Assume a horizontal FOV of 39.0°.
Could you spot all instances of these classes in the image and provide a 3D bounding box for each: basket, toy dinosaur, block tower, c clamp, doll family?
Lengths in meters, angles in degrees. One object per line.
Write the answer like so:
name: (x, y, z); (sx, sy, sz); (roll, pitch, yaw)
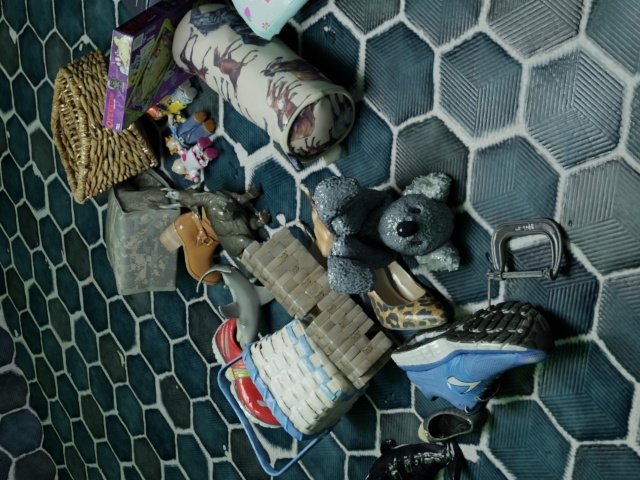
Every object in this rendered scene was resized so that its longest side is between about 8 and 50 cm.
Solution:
basket: (-0.060, 0.306, 1.831); (0.289, 0.201, 0.255); (-38, 72, 21)
toy dinosaur: (-0.185, -0.033, 1.960); (0.313, 0.121, 0.160); (48, 147, -22)
block tower: (-0.004, 0.121, 1.713); (0.335, 0.097, 0.091); (46, 160, 5)
basket: (-0.545, -0.275, 2.100); (0.299, 0.223, 0.213); (63, 179, 35)
c clamp: (0.318, 0.034, 1.413); (0.160, 0.022, 0.137); (-15, 78, 52)
doll family: (-0.318, -0.264, 2.039); (0.163, 0.118, 0.263); (-23, 104, 46)

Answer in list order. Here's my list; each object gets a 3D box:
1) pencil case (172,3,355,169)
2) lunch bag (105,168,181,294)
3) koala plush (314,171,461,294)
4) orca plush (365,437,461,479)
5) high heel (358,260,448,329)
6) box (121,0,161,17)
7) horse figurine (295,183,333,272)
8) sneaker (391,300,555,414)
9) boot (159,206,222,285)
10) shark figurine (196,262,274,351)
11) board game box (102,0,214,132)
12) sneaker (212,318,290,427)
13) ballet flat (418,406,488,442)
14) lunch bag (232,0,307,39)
pencil case: (-0.115, -0.300, 1.707); (0.410, 0.159, 0.184); (42, 151, 33)
lunch bag: (-0.442, -0.040, 2.205); (0.287, 0.168, 0.235); (-126, 38, -51)
koala plush: (0.121, -0.024, 1.521); (0.221, 0.203, 0.196); (-10, 91, 10)
orca plush: (0.155, 0.464, 1.732); (0.287, 0.102, 0.151); (-21, 88, 52)
high heel: (0.126, 0.056, 1.604); (0.261, 0.093, 0.186); (13, 121, 58)
box: (-0.356, -0.563, 1.921); (0.207, 0.108, 0.153); (53, 140, 35)
horse figurine: (0.000, 0.000, 1.767); (0.174, 0.066, 0.263); (56, 142, 29)
sneaker: (0.267, 0.201, 1.494); (0.147, 0.129, 0.330); (58, 146, -6)
boot: (-0.253, 0.009, 2.072); (0.152, 0.197, 0.073); (-34, 35, 18)
shark figurine: (-0.158, 0.106, 1.945); (0.116, 0.166, 0.278); (-3, 137, 19)
board game box: (-0.313, -0.376, 1.791); (0.056, 0.347, 0.208); (20, 126, 11)
sneaker: (-0.151, 0.297, 2.049); (0.279, 0.107, 0.118); (55, 130, 17)
ballet flat: (0.230, 0.329, 1.624); (0.173, 0.049, 0.058); (-35, 75, 48)
lunch bag: (-0.077, -0.514, 1.578); (0.223, 0.160, 0.262); (-30, 75, 51)
